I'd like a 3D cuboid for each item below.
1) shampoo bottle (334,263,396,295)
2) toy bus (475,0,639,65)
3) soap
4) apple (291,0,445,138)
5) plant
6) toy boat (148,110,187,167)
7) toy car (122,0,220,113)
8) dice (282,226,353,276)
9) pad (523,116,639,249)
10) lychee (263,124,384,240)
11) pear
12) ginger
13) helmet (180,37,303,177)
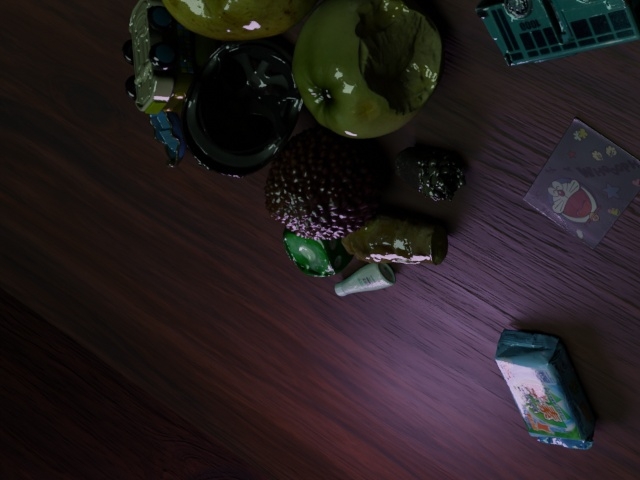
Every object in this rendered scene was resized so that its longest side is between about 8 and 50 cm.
[{"bbox_3d":[0.099,0.094,2.469,0.069,0.041,0.191,48,146,-13],"label":"shampoo bottle"},{"bbox_3d":[0.386,-0.362,1.635,0.256,0.128,0.147,-5,123,46],"label":"toy bus"},{"bbox_3d":[0.488,0.327,2.274,0.156,0.077,0.293,-2,124,47],"label":"soap"},{"bbox_3d":[0.079,-0.322,1.895,0.279,0.279,0.279,27,141,24],"label":"apple"},{"bbox_3d":[0.218,-0.135,2.078,0.143,0.094,0.092,29,129,40],"label":"plant"},{"bbox_3d":[-0.384,-0.268,2.565,0.075,0.077,0.185,0,126,45],"label":"toy boat"},{"bbox_3d":[-0.304,-0.396,2.269,0.204,0.198,0.247,-30,64,60],"label":"toy car"},{"bbox_3d":[0.000,0.000,2.408,0.131,0.120,0.128,12,132,36],"label":"dice"},{"bbox_3d":[0.479,-0.100,1.914,0.170,0.006,0.245,38,145,11],"label":"pad"},{"bbox_3d":[-0.006,-0.109,2.182,0.271,0.271,0.271,27,141,24],"label":"lychee"},{"bbox_3d":[-0.135,-0.505,1.876,0.304,0.304,0.304,27,141,24],"label":"pear"},{"bbox_3d":[0.153,-0.003,2.259,0.263,0.109,0.116,6,103,42],"label":"ginger"},{"bbox_3d":[-0.171,-0.268,2.178,0.225,0.305,0.177,33,173,-11],"label":"helmet"}]
